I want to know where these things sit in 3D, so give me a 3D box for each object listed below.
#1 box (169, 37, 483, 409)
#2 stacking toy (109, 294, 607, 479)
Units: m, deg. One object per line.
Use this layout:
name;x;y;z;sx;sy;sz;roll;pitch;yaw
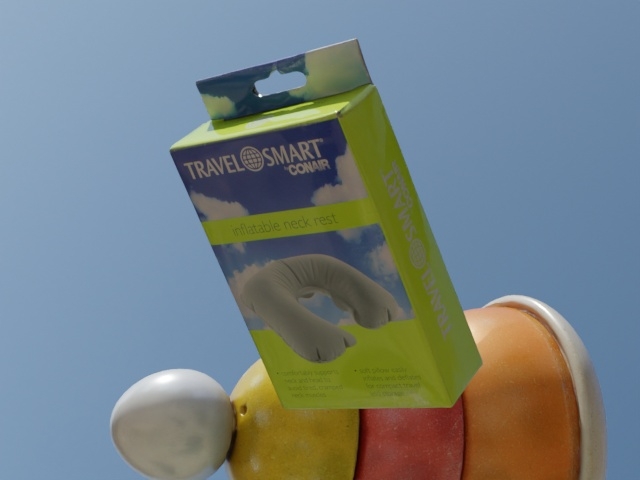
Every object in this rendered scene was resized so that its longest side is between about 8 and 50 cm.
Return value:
box;0.000;0.000;0.547;0.109;0.042;0.178;-8;-66;37
stacking toy;0.022;0.204;1.164;0.350;0.480;0.350;-170;-90;-69
